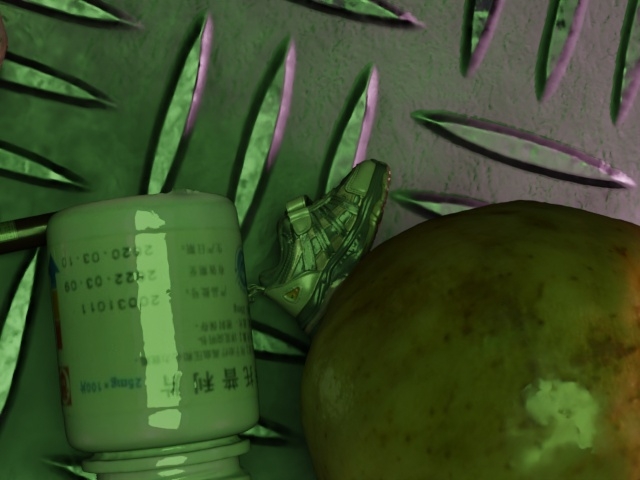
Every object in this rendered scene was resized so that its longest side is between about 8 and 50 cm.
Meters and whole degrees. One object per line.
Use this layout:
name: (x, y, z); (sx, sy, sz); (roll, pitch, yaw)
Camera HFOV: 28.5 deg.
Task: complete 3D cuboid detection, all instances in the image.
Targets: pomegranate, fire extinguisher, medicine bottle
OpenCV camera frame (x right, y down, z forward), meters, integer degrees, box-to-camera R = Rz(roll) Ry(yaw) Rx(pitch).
pomegranate: (0.155, 0.160, 1.057); (0.410, 0.410, 0.410); (1, 84, -11)
fire extinguisher: (-0.310, -0.004, 1.126); (0.173, 0.035, 0.049); (-13, 91, -16)
medicine bottle: (-0.140, 0.111, 1.080); (0.170, 0.170, 0.293); (-4, 85, -12)

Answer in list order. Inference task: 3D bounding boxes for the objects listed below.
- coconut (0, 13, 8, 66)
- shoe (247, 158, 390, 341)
coconut: (-0.387, -0.173, 1.037); (0.234, 0.224, 0.224); (43, 78, -3)
shoe: (0.000, 0.000, 1.168); (0.092, 0.089, 0.180); (23, 78, 4)
